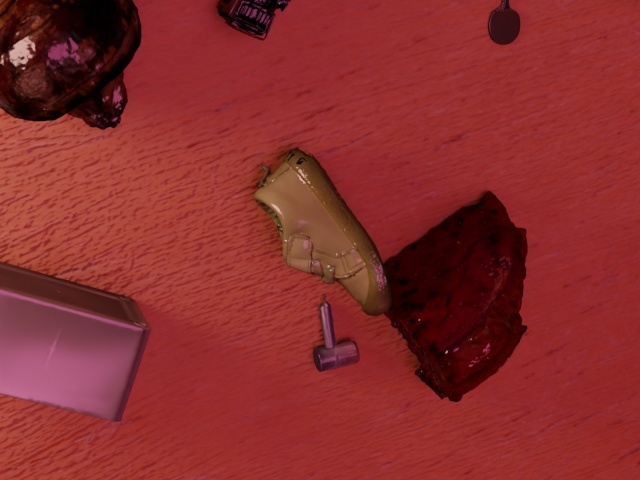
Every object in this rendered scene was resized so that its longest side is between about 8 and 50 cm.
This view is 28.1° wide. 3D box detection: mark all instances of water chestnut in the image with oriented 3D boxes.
[{"bbox_3d":[-0.317,-0.235,1.583,0.224,0.224,0.238,-38,110,-4],"label":"water chestnut"}]

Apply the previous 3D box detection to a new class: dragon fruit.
[{"bbox_3d":[0.173,0.117,1.818,0.240,0.330,0.302,1,109,5],"label":"dragon fruit"}]

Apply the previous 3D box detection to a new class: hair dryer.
[{"bbox_3d":[0.018,0.134,1.894,0.063,0.037,0.114,-12,102,-16],"label":"hair dryer"}]

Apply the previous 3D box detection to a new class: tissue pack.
[{"bbox_3d":[-0.369,0.127,1.700,0.246,0.159,0.136,18,98,-21],"label":"tissue pack"}]

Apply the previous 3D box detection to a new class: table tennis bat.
[{"bbox_3d":[0.267,-0.325,1.850,0.050,0.007,0.083,-4,109,-16],"label":"table tennis bat"}]

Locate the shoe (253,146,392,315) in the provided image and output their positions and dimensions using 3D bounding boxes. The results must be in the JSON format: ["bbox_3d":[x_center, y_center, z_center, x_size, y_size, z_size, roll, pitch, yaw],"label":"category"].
[{"bbox_3d":[0.007,-0.004,1.787,0.128,0.140,0.262,-30,89,10],"label":"shoe"}]

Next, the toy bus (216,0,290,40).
[{"bbox_3d":[-0.057,-0.382,1.682,0.073,0.096,0.235,26,96,-23],"label":"toy bus"}]
